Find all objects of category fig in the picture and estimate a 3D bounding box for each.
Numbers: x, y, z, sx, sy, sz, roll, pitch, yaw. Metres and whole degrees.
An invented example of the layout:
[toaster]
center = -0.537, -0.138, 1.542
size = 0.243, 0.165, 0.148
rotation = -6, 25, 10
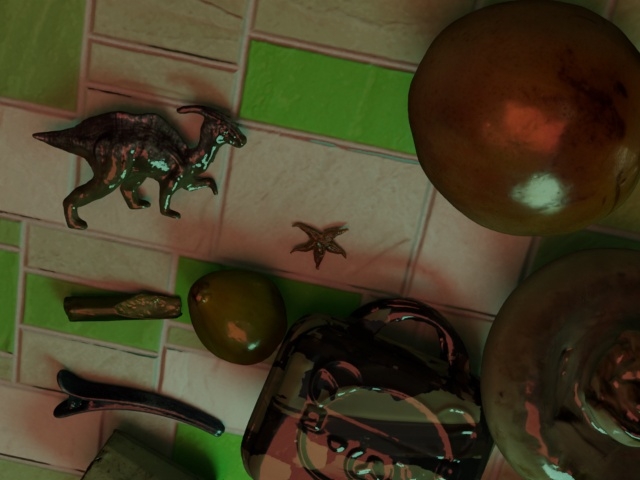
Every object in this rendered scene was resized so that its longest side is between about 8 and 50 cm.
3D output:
[fig]
center = -0.121, 0.109, 1.734
size = 0.153, 0.121, 0.136
rotation = 20, 83, 6

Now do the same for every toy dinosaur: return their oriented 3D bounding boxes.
[toy dinosaur]
center = -0.248, -0.109, 1.661
size = 0.294, 0.077, 0.162
rotation = -7, 114, -6

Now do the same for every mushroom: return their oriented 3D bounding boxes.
[mushroom]
center = 0.398, 0.188, 1.592
size = 0.362, 0.294, 0.362
rotation = 0, 92, -10

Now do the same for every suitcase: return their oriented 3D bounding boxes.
[suitcase]
center = 0.089, 0.253, 1.747
size = 0.351, 0.194, 0.339
rotation = 22, 91, -6

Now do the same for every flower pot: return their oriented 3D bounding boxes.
[flower pot]
center = -0.289, 0.420, 1.890
size = 0.202, 0.212, 0.212
rotation = 34, 118, -4

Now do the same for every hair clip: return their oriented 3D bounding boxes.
[hair clip]
center = -0.286, 0.267, 1.887
size = 0.275, 0.048, 0.083
rotation = 11, 115, -1

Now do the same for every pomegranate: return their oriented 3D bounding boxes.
[pomegranate]
center = 0.248, -0.157, 1.464
size = 0.319, 0.319, 0.319
rotation = 3, 119, 5

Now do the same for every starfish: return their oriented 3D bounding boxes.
[starfish]
center = 0.000, 0.000, 1.723
size = 0.092, 0.016, 0.086
rotation = 38, 114, -11

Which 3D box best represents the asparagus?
[asparagus]
center = -0.299, 0.103, 1.800
size = 0.178, 0.041, 0.045
rotation = -2, 127, 7
